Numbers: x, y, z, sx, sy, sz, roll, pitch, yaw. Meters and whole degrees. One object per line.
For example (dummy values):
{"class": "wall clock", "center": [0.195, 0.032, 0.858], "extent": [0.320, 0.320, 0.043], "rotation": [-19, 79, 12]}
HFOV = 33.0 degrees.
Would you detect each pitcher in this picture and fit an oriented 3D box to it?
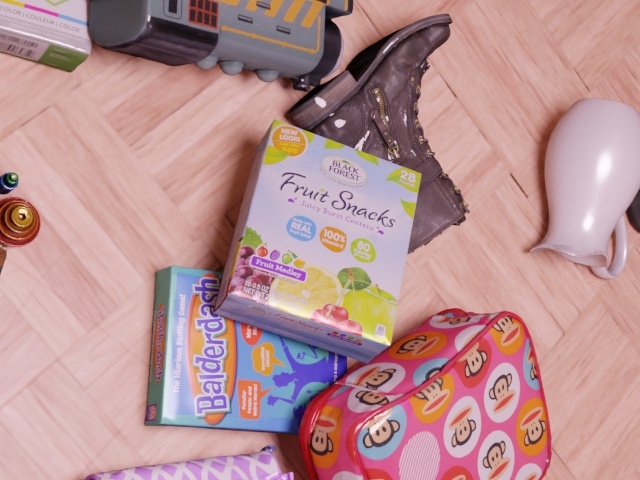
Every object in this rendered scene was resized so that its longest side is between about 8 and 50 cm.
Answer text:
{"class": "pitcher", "center": [0.357, -0.062, 1.387], "extent": [0.178, 0.125, 0.207], "rotation": [23, 78, -46]}

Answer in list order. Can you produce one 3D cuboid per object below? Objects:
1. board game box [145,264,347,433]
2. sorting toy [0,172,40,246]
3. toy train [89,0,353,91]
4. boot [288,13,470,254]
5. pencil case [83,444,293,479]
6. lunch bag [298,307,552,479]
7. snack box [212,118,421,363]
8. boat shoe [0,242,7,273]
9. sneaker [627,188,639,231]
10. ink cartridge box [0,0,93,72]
{"class": "board game box", "center": [-0.071, 0.119, 1.126], "extent": [0.210, 0.047, 0.160], "rotation": [8, 76, -28]}
{"class": "sorting toy", "center": [-0.307, -0.038, 1.025], "extent": [0.102, 0.042, 0.061], "rotation": [34, 65, -20]}
{"class": "toy train", "center": [-0.097, -0.266, 1.124], "extent": [0.334, 0.142, 0.190], "rotation": [6, 86, -47]}
{"class": "boot", "center": [0.104, -0.117, 1.264], "extent": [0.263, 0.091, 0.229], "rotation": [-39, 101, -21]}
{"class": "pencil case", "center": [-0.128, 0.253, 1.041], "extent": [0.206, 0.088, 0.086], "rotation": [-3, 79, -30]}
{"class": "lunch bag", "center": [0.129, 0.233, 1.153], "extent": [0.293, 0.120, 0.258], "rotation": [-29, 109, -38]}
{"class": "snack box", "center": [0.000, 0.000, 1.117], "extent": [0.175, 0.070, 0.207], "rotation": [18, 61, -13]}
{"class": "boat shoe", "center": [-0.425, -0.036, 0.913], "extent": [0.324, 0.122, 0.119], "rotation": [19, 61, -27]}
{"class": "sneaker", "center": [0.547, -0.068, 1.496], "extent": [0.267, 0.106, 0.101], "rotation": [-21, 89, -33]}
{"class": "ink cartridge box", "center": [-0.277, -0.286, 1.084], "extent": [0.109, 0.062, 0.209], "rotation": [13, 73, -27]}
